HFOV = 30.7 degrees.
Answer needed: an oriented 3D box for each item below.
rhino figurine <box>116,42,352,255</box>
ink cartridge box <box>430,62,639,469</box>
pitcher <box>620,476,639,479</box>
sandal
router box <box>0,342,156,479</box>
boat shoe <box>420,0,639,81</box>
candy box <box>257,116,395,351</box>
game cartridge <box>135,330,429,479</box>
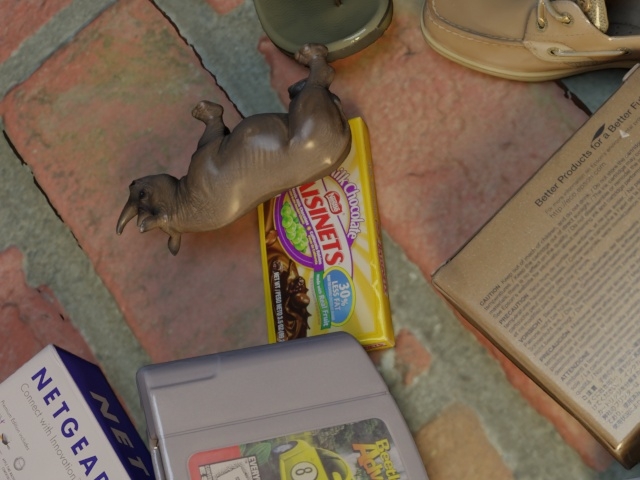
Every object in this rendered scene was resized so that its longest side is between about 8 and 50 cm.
[{"bbox_3d":[-0.079,-0.063,0.994,0.243,0.073,0.106,-28,59,15],"label":"rhino figurine"},{"bbox_3d":[0.234,0.018,0.865,0.235,0.088,0.193,-45,61,0],"label":"ink cartridge box"},{"bbox_3d":[0.300,0.172,0.768,0.207,0.178,0.126,-13,97,-5],"label":"pitcher"},{"bbox_3d":[-0.033,-0.285,1.078,0.120,0.086,0.303,-29,63,9],"label":"sandal"},{"bbox_3d":[-0.239,0.305,0.937,0.301,0.082,0.335,-40,62,3],"label":"router box"},{"bbox_3d":[0.220,-0.190,0.941,0.302,0.098,0.109,11,75,24],"label":"boat shoe"},{"bbox_3d":[0.000,0.000,0.993,0.105,0.027,0.206,-12,67,14],"label":"candy box"},{"bbox_3d":[-0.010,0.214,0.849,0.196,0.060,0.294,-8,68,-23],"label":"game cartridge"}]
